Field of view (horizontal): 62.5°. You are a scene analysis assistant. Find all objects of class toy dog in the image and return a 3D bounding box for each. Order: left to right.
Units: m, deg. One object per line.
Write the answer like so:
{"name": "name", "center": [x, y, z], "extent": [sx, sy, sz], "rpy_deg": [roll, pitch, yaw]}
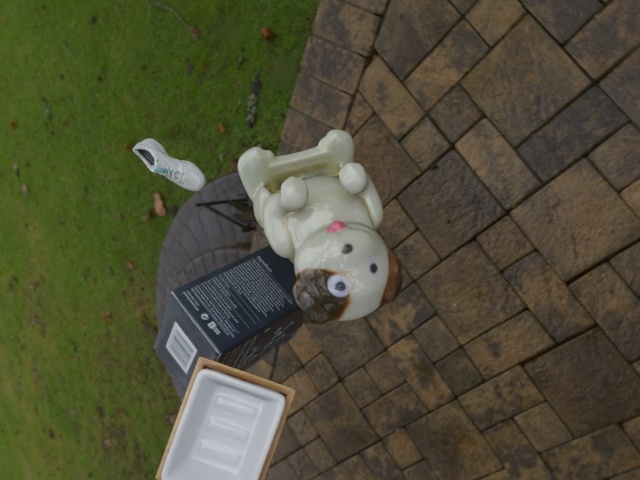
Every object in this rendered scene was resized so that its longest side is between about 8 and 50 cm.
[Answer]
{"name": "toy dog", "center": [0.000, 0.000, 1.150], "extent": [0.408, 0.285, 0.395], "rpy_deg": [-120, 28, -51]}

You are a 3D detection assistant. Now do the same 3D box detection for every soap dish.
{"name": "soap dish", "center": [-0.210, 0.429, 1.195], "extent": [0.229, 0.118, 0.290], "rpy_deg": [20, 90, -2]}

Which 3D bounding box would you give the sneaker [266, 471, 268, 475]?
{"name": "sneaker", "center": [-0.175, 0.634, 1.508], "extent": [0.031, 0.035, 0.083], "rpy_deg": [-35, 82, -1]}

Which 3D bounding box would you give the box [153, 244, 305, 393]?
{"name": "box", "center": [-0.226, 0.218, 1.488], "extent": [0.212, 0.396, 0.293], "rpy_deg": [47, 136, 16]}

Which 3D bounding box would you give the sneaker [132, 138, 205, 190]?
{"name": "sneaker", "center": [-0.422, -0.198, 1.459], "extent": [0.212, 0.094, 0.080], "rpy_deg": [32, 110, -3]}
